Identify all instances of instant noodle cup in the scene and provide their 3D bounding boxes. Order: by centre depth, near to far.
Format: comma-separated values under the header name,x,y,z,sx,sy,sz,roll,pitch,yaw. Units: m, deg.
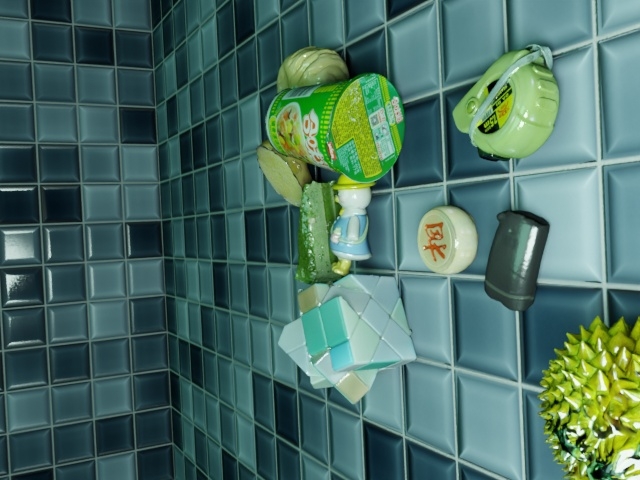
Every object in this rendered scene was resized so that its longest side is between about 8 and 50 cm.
name,x,y,z,sx,sy,sz,roll,pitch,yaw
instant noodle cup,0.013,-0.228,1.314,0.232,0.207,0.207,16,108,45

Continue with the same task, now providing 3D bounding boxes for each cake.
name,x,y,z,sx,sy,sz,roll,pitch,yaw
cake,-0.007,-0.017,1.542,0.099,0.100,0.236,-9,85,62

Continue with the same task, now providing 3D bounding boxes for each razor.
name,x,y,z,sx,sy,sz,roll,pitch,yaw
razor,0.298,0.028,1.019,0.090,0.054,0.148,34,123,52

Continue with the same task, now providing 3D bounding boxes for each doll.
name,x,y,z,sx,sy,sz,roll,pitch,yaw
doll,0.067,-0.049,1.408,0.098,0.135,0.241,8,102,33

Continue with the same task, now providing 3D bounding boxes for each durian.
name,x,y,z,sx,sy,sz,roll,pitch,yaw
durian,0.371,0.205,0.744,0.291,0.224,0.291,52,171,12

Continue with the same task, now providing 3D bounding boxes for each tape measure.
name,x,y,z,sx,sy,sz,roll,pitch,yaw
tape measure,0.283,-0.195,0.987,0.177,0.087,0.154,126,146,-48

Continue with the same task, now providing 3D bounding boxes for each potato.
name,x,y,z,sx,sy,sz,roll,pitch,yaw
potato,-0.075,-0.177,1.626,0.164,0.081,0.200,31,154,34

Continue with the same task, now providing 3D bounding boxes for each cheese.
name,x,y,z,sx,sy,sz,roll,pitch,yaw
cheese,-0.011,-0.323,1.516,0.214,0.117,0.226,35,128,52

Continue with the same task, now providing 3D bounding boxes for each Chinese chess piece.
name,x,y,z,sx,sy,sz,roll,pitch,yaw
Chinese chess piece,0.220,-0.001,1.166,0.122,0.051,0.122,12,104,61

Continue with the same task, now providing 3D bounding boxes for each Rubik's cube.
name,x,y,z,sx,sy,sz,roll,pitch,yaw
Rubik's cube,0.052,0.198,1.339,0.213,0.224,0.266,-33,61,41
